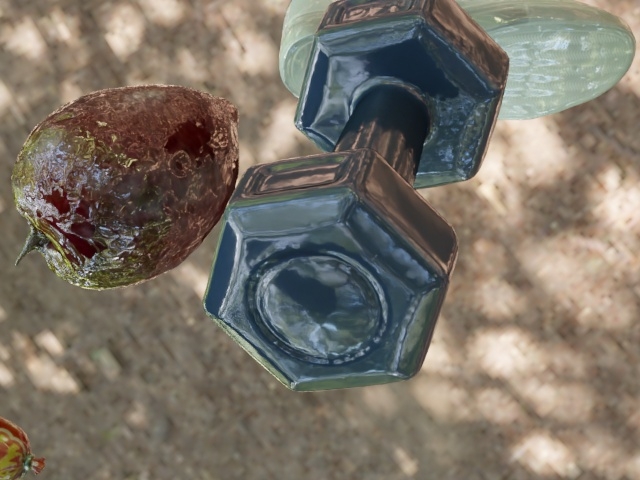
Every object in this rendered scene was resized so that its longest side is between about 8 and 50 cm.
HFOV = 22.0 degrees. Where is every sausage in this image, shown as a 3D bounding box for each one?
[{"bbox_3d":[-0.411,0.192,1.746,0.264,0.083,0.083,20,141,9],"label":"sausage"}]

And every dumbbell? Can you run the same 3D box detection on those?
[{"bbox_3d":[0.033,-0.044,1.090,0.160,0.325,0.144,41,122,-13],"label":"dumbbell"}]

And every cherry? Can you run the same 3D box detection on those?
[{"bbox_3d":[-0.210,-0.065,1.799,0.203,0.300,0.230,49,163,30],"label":"cherry"}]

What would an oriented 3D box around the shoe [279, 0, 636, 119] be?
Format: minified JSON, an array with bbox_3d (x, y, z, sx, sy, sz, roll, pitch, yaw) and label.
[{"bbox_3d":[0.137,-0.222,1.712,0.160,0.363,0.131,-94,4,-47],"label":"shoe"}]
